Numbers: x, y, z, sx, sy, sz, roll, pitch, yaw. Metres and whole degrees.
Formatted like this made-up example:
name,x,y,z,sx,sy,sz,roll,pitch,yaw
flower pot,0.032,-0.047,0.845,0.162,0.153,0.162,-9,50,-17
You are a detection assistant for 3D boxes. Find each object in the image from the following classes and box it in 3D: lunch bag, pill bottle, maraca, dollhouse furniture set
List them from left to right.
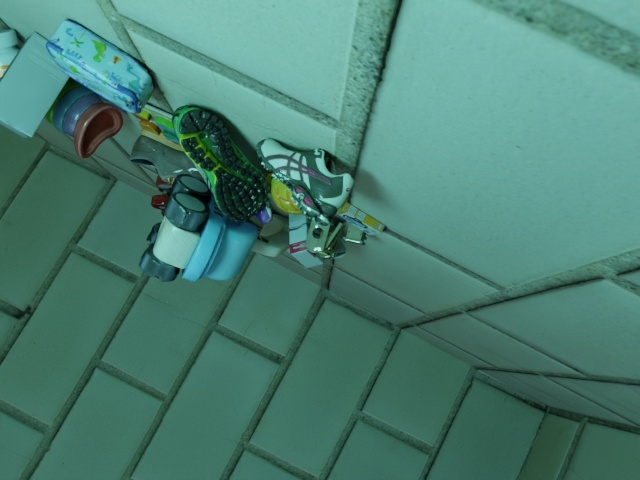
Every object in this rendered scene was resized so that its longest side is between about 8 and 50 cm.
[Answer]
name,x,y,z,sx,sy,sz,roll,pitch,yaw
pill bottle,-0.831,-0.437,1.502,0.121,0.121,0.221,20,127,37
lunch bag,-0.482,-0.376,1.257,0.219,0.090,0.176,32,172,-12
maraca,-0.071,-0.113,1.402,0.127,0.099,0.185,38,161,-10
dollhouse furniture set,0.066,0.012,1.632,0.161,0.101,0.182,14,175,21

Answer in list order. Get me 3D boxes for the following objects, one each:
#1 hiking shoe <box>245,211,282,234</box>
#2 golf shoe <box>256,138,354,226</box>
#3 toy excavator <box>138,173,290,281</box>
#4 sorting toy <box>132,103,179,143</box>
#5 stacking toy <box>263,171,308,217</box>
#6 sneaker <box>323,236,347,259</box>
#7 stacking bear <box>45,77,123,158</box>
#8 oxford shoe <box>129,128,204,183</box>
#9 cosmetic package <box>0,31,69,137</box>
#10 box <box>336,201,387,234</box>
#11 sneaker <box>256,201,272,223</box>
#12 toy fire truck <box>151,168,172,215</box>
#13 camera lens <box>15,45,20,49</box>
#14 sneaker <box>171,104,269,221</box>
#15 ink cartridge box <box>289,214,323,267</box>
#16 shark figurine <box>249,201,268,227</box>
name,x,y,z,sx,sy,sz,roll,pitch,yaw
hiking shoe,-0.187,-0.073,2.036,0.226,0.086,0.114,15,151,31
golf shoe,-0.033,-0.146,1.189,0.273,0.120,0.105,48,-170,34
toy excavator,-0.249,-0.004,1.634,0.445,0.222,0.433,25,-160,-18
sorting toy,-0.448,-0.323,1.561,0.208,0.038,0.193,28,170,3
stacking toy,-0.081,-0.118,1.562,0.221,0.052,0.167,31,170,-19
sneaker,0.000,0.000,1.864,0.129,0.111,0.297,15,-177,-38
stacking bear,-0.750,-0.406,1.644,0.289,0.175,0.164,36,152,5
oxford shoe,-0.405,-0.214,1.712,0.363,0.133,0.130,26,169,11
cosmetic package,-0.737,-0.389,1.433,0.127,0.238,0.107,36,167,-34
box,0.105,-0.051,1.467,0.136,0.028,0.081,32,169,-12
sneaker,-0.225,-0.127,1.531,0.236,0.104,0.095,49,161,10
toy fire truck,-0.467,-0.179,2.071,0.253,0.169,0.302,3,169,2
camera lens,-1.017,-0.475,1.648,0.219,0.274,0.219,28,170,5
sneaker,-0.238,-0.189,1.376,0.146,0.134,0.344,48,168,49
ink cartridge box,-0.043,-0.009,1.715,0.063,0.150,0.109,-16,148,23
shark figurine,-0.284,-0.124,1.874,0.278,0.116,0.166,38,158,-10
